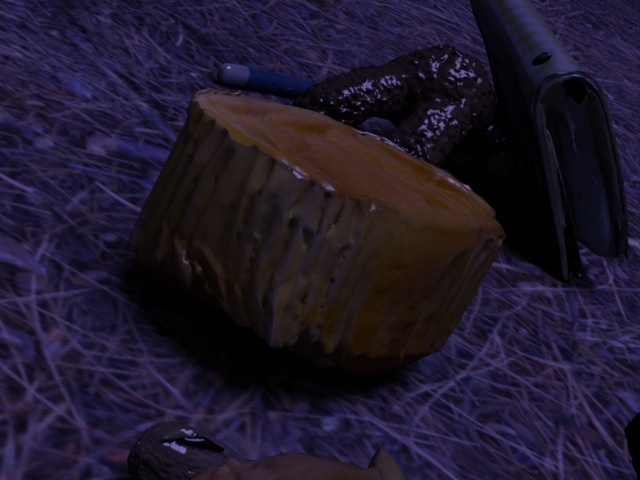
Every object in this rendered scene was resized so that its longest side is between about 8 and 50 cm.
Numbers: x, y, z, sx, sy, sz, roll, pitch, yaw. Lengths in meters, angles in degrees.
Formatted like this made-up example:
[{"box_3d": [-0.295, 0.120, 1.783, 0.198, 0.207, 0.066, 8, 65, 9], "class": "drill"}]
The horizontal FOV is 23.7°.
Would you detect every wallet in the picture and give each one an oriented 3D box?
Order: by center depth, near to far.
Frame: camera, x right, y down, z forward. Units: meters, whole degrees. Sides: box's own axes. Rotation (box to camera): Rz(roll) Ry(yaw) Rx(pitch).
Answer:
[{"box_3d": [0.213, -0.122, 1.467, 0.309, 0.077, 0.223, -103, 174, -62], "class": "wallet"}]

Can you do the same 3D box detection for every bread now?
[{"box_3d": [0.000, 0.000, 0.987, 0.179, 0.133, 0.250, 40, 20, 30], "class": "bread"}]

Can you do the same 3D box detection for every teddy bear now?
[{"box_3d": [0.099, -0.116, 1.372, 0.182, 0.129, 0.251, 44, 24, 13], "class": "teddy bear"}]

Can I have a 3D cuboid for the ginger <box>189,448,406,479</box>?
[{"box_3d": [-0.007, 0.177, 0.682, 0.122, 0.115, 0.193, 5, 36, -9], "class": "ginger"}]

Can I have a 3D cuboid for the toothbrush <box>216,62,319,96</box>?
[{"box_3d": [0.000, -0.141, 1.441, 0.275, 0.019, 0.025, 6, 28, -48], "class": "toothbrush"}]

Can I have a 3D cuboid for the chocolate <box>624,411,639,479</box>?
[{"box_3d": [0.340, 0.117, 0.862, 0.283, 0.283, 0.186, 37, 52, 13], "class": "chocolate"}]

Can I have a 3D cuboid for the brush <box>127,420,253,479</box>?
[{"box_3d": [0.027, 0.149, 0.833, 0.299, 0.042, 0.039, 20, -8, -30], "class": "brush"}]
